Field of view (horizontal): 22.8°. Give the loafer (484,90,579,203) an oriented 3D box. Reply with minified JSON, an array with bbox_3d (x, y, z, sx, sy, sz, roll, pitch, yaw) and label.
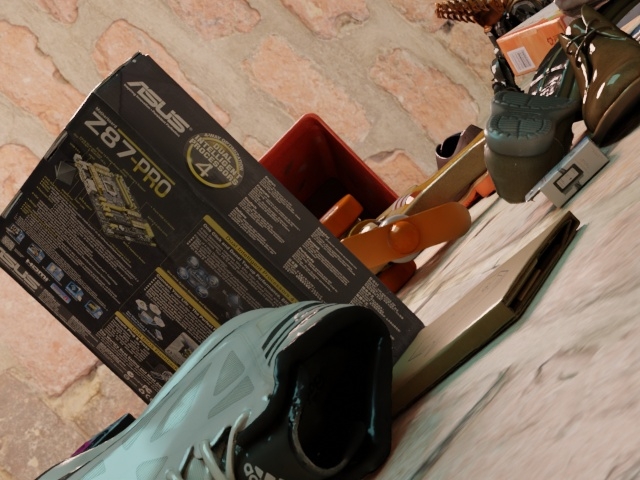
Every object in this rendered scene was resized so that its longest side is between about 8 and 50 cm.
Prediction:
[{"bbox_3d":[0.215,-0.100,1.677,0.251,0.094,0.087,-40,-43,-65],"label":"loafer"}]

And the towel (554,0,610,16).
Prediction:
[{"bbox_3d":[0.426,-0.357,1.869,0.331,0.053,0.317,-25,1,14],"label":"towel"}]

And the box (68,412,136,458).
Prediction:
[{"bbox_3d":[-0.193,0.275,1.490,0.142,0.163,0.247,-44,1,-20],"label":"box"}]

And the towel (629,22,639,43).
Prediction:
[{"bbox_3d":[0.408,-0.258,2.168,0.285,0.034,0.209,-44,1,43],"label":"towel"}]

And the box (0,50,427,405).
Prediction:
[{"bbox_3d":[-0.131,0.046,1.616,0.097,0.395,0.318,-48,3,-41],"label":"box"}]

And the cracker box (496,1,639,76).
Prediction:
[{"bbox_3d":[0.385,-0.326,2.267,0.232,0.067,0.155,-36,11,-26],"label":"cracker box"}]

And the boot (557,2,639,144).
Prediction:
[{"bbox_3d":[0.294,-0.182,1.670,0.112,0.115,0.305,-43,3,13],"label":"boot"}]

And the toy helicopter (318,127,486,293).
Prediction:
[{"bbox_3d":[0.134,-0.049,2.087,0.355,0.140,0.235,-42,4,13],"label":"toy helicopter"}]

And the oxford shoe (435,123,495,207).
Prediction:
[{"bbox_3d":[0.210,-0.111,2.287,0.097,0.098,0.271,-45,1,-16],"label":"oxford shoe"}]

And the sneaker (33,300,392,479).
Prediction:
[{"bbox_3d":[-0.110,0.200,1.207,0.447,0.169,0.257,-49,7,-23],"label":"sneaker"}]

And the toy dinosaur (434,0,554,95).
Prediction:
[{"bbox_3d":[0.308,-0.307,2.436,0.321,0.218,0.164,-3,-32,-16],"label":"toy dinosaur"}]

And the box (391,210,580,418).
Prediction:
[{"bbox_3d":[0.120,0.069,1.315,0.201,0.021,0.164,-45,1,38],"label":"box"}]

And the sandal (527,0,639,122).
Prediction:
[{"bbox_3d":[0.301,-0.168,1.873,0.303,0.086,0.120,-61,13,-19],"label":"sandal"}]

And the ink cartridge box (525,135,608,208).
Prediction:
[{"bbox_3d":[0.235,-0.059,1.522,0.083,0.028,0.048,-45,1,11],"label":"ink cartridge box"}]

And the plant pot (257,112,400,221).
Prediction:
[{"bbox_3d":[0.000,0.000,2.496,0.267,0.267,0.236,-45,-11,1],"label":"plant pot"}]
